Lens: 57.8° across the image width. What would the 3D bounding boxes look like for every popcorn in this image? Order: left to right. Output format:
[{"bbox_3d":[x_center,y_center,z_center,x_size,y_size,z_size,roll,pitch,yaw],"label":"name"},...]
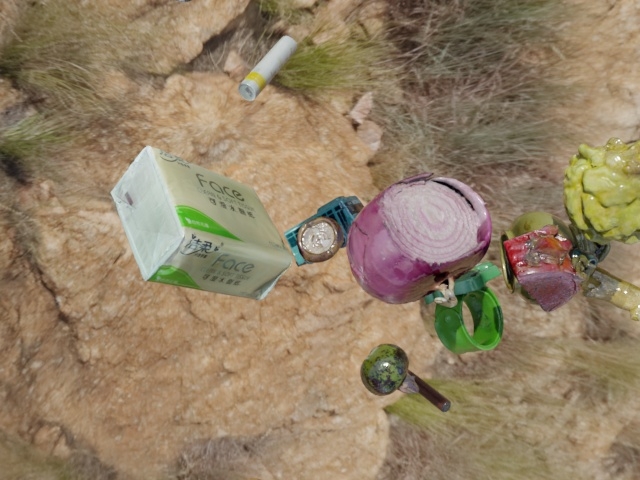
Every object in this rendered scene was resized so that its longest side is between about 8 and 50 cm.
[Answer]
[{"bbox_3d":[0.462,-0.075,0.882,0.173,0.142,0.174,0,91,17],"label":"popcorn"}]

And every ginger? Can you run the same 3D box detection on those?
[{"bbox_3d":[0.589,0.080,1.233,0.298,0.065,0.118,28,59,24],"label":"ginger"}]

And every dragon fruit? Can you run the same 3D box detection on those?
[{"bbox_3d":[0.338,0.032,0.847,0.096,0.102,0.147,-33,146,21],"label":"dragon fruit"}]

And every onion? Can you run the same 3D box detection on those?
[{"bbox_3d":[0.136,0.007,0.850,0.201,0.200,0.207,49,60,-15],"label":"onion"}]

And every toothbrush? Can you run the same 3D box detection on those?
[{"bbox_3d":[0.274,0.424,1.809,0.040,0.364,0.041,-12,114,-28],"label":"toothbrush"}]

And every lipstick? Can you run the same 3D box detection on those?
[{"bbox_3d":[-0.147,-0.494,1.651,0.059,0.059,0.264,42,53,-15],"label":"lipstick"}]

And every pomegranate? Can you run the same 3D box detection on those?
[{"bbox_3d":[0.178,0.345,1.513,0.163,0.125,0.138,42,76,-36],"label":"pomegranate"}]

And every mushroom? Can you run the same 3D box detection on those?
[{"bbox_3d":[0.000,0.000,1.434,0.123,0.052,0.123,-6,74,20],"label":"mushroom"}]

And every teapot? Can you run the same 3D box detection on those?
[{"bbox_3d":[0.432,0.027,1.074,0.182,0.269,0.173,-8,93,7],"label":"teapot"}]

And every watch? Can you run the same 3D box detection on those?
[{"bbox_3d":[0.296,0.132,1.113,0.165,0.131,0.152,-19,86,-42],"label":"watch"}]

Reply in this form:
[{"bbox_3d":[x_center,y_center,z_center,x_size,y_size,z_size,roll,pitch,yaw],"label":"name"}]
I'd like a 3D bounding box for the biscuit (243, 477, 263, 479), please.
[{"bbox_3d":[-0.144,0.630,1.294,0.333,0.202,0.047,9,126,-45],"label":"biscuit"}]

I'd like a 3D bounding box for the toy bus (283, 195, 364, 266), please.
[{"bbox_3d":[0.027,-0.031,1.760,0.256,0.128,0.147,-30,85,30],"label":"toy bus"}]

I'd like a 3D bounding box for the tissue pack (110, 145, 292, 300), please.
[{"bbox_3d":[-0.311,-0.034,1.566,0.205,0.332,0.404,-44,146,19],"label":"tissue pack"}]
